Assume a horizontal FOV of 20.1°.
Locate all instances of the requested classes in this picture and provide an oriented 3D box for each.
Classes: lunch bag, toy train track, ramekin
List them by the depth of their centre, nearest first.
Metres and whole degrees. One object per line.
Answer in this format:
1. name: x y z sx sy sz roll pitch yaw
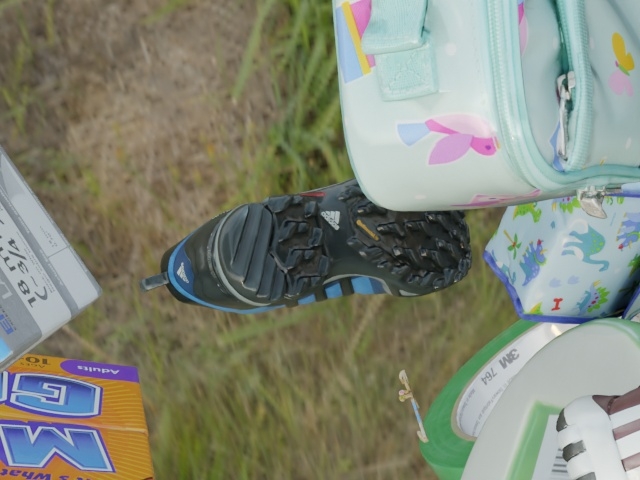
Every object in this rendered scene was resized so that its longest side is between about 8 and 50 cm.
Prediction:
1. lunch bag: 0.084 -0.145 0.807 0.108 0.224 0.279 -6 90 26
2. ramekin: 0.216 0.202 1.271 0.148 0.303 0.303 23 61 -20
3. lunch bag: 0.218 -0.006 1.332 0.151 0.129 0.096 3 40 -30
4. toy train track: 0.086 0.161 1.737 0.014 0.048 0.083 -22 47 5

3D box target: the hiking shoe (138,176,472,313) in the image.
1. hiking shoe: 0.000 0.000 1.518 0.132 0.304 0.113 -11 83 45

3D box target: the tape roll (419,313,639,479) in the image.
1. tape roll: 0.257 0.160 1.892 0.321 0.321 0.077 -39 106 -14

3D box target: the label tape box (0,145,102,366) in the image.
1. label tape box: -0.285 -0.005 1.152 0.106 0.334 0.241 -35 92 12

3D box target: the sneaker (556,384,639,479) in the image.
1. sneaker: 0.264 0.105 1.011 0.162 0.281 0.106 -28 74 31

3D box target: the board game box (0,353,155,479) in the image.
1. board game box: -0.362 0.320 1.684 0.356 0.356 0.357 8 105 -12
